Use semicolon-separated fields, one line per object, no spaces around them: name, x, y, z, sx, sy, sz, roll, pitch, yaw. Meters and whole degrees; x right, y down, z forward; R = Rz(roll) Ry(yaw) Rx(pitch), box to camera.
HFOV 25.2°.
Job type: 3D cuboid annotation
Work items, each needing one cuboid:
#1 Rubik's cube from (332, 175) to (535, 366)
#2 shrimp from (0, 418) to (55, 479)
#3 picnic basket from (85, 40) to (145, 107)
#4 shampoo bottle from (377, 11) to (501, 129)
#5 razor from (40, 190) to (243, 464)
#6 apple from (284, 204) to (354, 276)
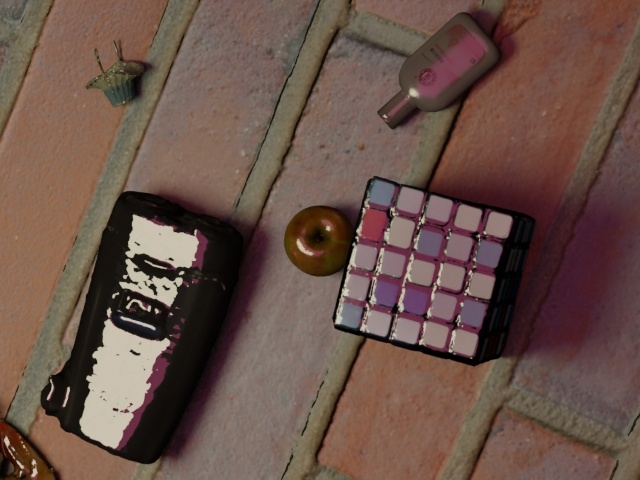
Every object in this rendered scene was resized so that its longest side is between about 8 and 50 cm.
Rubik's cube;0.136;0.037;1.683;0.184;0.182;0.187;16;92;15
shrimp;-0.426;0.296;1.888;0.152;0.063;0.287;-7;90;6
picnic basket;-0.269;-0.219;1.866;0.083;0.065;0.083;-15;107;23
shampoo bottle;0.140;-0.202;1.761;0.165;0.040;0.080;-41;81;10
razor;-0.225;0.109;1.817;0.189;0.107;0.327;22;95;14
apple;0.000;0.000;1.777;0.090;0.074;0.089;-1;87;13
